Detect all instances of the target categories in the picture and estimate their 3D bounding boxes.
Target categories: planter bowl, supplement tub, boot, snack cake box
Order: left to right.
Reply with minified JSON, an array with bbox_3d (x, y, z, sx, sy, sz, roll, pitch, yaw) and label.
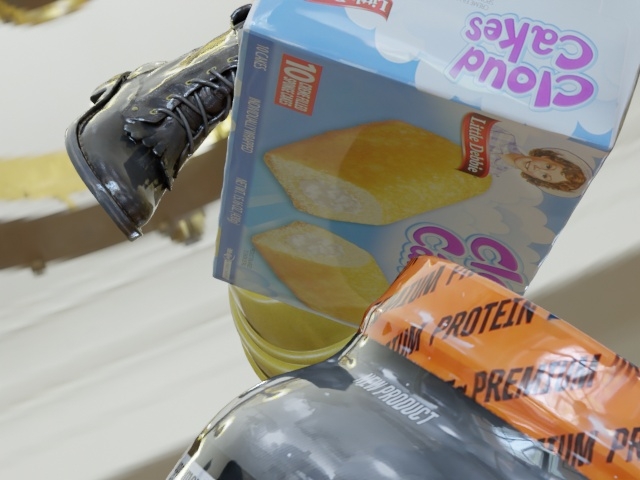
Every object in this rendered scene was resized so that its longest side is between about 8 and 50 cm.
[{"bbox_3d":[-0.081,-0.125,1.365,0.229,0.263,0.091,-27,-62,15],"label":"boot"},{"bbox_3d":[-0.002,0.186,0.502,0.338,0.207,0.207,-54,-42,-5],"label":"supplement tub"},{"bbox_3d":[0.000,0.000,1.135,0.217,0.217,0.090,-41,-40,18],"label":"planter bowl"},{"bbox_3d":[0.041,-0.042,0.776,0.152,0.089,0.264,20,-24,2],"label":"snack cake box"}]
